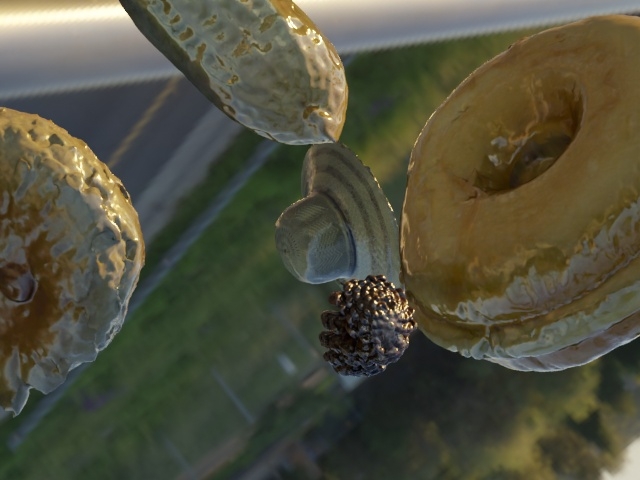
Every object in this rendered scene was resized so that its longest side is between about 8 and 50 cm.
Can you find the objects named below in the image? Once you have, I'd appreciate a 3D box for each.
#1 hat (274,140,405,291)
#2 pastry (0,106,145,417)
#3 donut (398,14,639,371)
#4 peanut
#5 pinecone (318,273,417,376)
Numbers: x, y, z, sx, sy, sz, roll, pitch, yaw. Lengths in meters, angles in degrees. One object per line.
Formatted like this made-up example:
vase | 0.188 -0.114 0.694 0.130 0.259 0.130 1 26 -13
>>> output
hat | 0.000 0.000 1.861 0.110 0.252 0.252 -21 160 -25
pastry | -0.324 0.008 1.498 0.329 0.329 0.136 -47 178 29
donut | 0.264 -0.058 1.498 0.449 0.198 0.449 -33 -149 23
peanut | -0.057 -0.132 0.881 0.083 0.194 0.093 -48 -164 -22
pinecone | 0.033 0.069 1.125 0.077 0.077 0.083 -26 168 -44
